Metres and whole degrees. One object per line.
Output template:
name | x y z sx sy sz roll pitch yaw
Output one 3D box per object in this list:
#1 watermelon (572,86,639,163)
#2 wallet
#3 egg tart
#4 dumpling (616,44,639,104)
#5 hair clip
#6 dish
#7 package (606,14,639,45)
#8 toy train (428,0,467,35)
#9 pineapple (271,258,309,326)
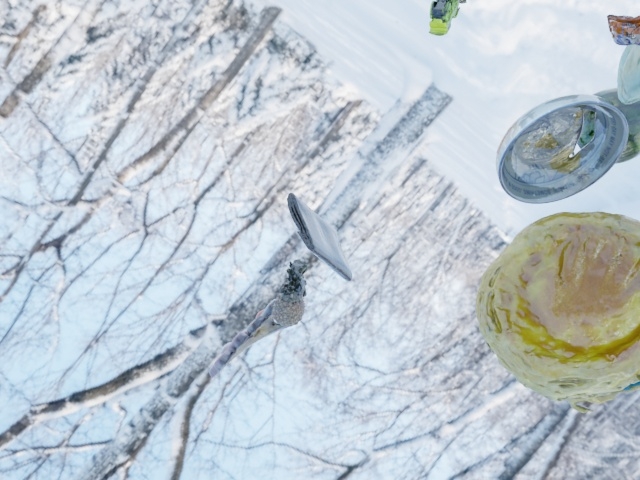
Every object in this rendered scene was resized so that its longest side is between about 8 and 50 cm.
watermelon | 0.787 -0.306 1.649 0.232 0.204 0.127 -4 -175 1
wallet | 0.000 0.000 1.632 0.321 0.044 0.170 38 -150 -63
egg tart | 0.488 0.125 1.160 0.169 0.388 0.388 40 -172 -49
dumpling | 0.756 -0.397 1.403 0.108 0.152 0.219 20 156 -12
hair clip | -0.165 0.230 1.490 0.075 0.257 0.146 52 156 4
dish | 0.494 -0.220 1.331 0.273 0.273 0.133 30 -146 -38
package | 0.588 -0.401 1.177 0.077 0.033 0.111 27 174 34
toy train | 0.318 -0.583 1.468 0.053 0.249 0.085 17 146 23
pineapple | -0.058 0.108 1.287 0.074 0.159 0.074 10 -140 -8
